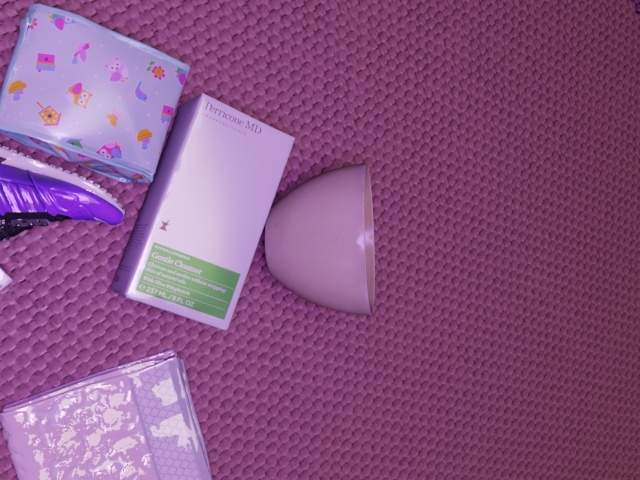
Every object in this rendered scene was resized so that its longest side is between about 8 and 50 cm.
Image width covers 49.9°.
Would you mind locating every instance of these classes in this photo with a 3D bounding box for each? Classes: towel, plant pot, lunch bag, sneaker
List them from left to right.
[{"bbox_3d":[-0.476,-0.060,1.127,0.293,0.102,0.146,23,85,-21],"label":"sneaker"},{"bbox_3d":[-0.383,-0.236,1.133,0.262,0.160,0.224,20,83,-32],"label":"lunch bag"},{"bbox_3d":[-0.359,0.396,1.219,0.316,0.053,0.332,-17,98,-26],"label":"towel"},{"bbox_3d":[0.000,0.000,1.301,0.190,0.284,0.284,-1,92,7],"label":"plant pot"}]

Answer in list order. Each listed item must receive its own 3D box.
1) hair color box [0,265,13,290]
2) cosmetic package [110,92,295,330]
[{"bbox_3d":[-0.572,0.034,1.104,0.072,0.043,0.141,-43,108,-20],"label":"hair color box"},{"bbox_3d":[-0.210,-0.049,1.228,0.196,0.155,0.366,21,83,-25],"label":"cosmetic package"}]
